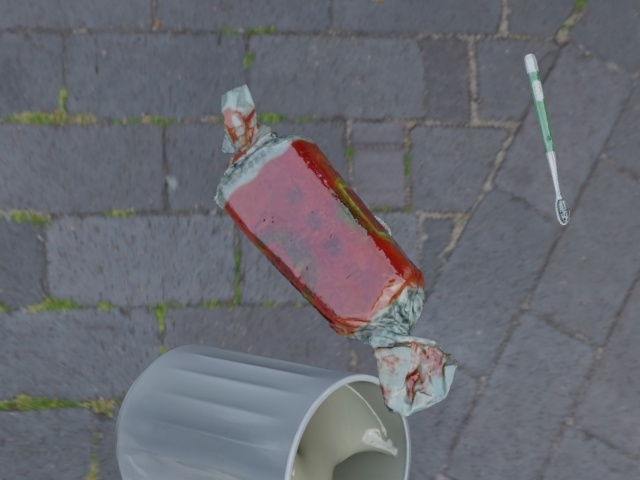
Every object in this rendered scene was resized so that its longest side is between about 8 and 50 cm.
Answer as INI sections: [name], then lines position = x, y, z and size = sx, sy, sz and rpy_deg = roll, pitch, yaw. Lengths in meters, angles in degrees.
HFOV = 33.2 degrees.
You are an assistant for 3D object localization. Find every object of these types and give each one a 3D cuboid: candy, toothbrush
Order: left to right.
[candy]
position = 0.000, -0.001, 0.785
size = 0.086, 0.059, 0.292
rpy_deg = -43, 70, 10
[toothbrush]
position = 0.333, -0.149, 1.576
size = 0.018, 0.024, 0.257
rpy_deg = -11, 87, -2

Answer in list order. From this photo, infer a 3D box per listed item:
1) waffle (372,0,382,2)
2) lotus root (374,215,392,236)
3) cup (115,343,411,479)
[waffle]
position = 0.045, -0.342, 0.718
size = 0.098, 0.327, 0.224
rpy_deg = 25, 69, 15
[lotus root]
position = 0.050, 0.017, 1.103
size = 0.037, 0.030, 0.083
rpy_deg = 22, 67, 1
[cup]
position = -0.067, 0.295, 1.378
size = 0.237, 0.327, 0.322
rpy_deg = -47, 125, -37
